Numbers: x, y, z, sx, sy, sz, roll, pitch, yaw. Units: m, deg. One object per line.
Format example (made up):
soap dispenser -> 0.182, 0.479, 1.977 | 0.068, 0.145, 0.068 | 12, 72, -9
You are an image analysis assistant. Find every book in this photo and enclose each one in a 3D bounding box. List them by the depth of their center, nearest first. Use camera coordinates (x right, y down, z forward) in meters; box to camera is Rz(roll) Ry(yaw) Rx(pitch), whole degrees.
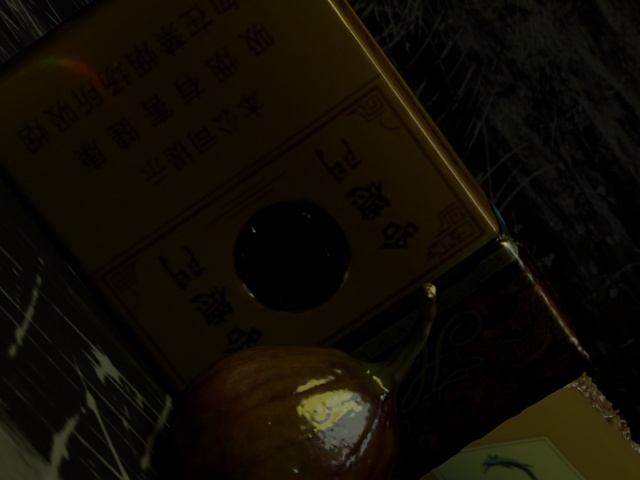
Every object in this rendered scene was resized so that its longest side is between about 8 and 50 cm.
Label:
book -> 0.184, 0.238, 1.460 | 0.389, 0.269, 0.032 | 50, -43, 50

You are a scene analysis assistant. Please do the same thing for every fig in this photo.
fig -> -0.012, 0.133, 1.282 | 0.149, 0.202, 0.148 | 6, -56, 55

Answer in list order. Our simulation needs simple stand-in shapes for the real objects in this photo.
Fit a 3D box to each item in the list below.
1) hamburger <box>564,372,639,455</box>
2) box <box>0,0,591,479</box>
hamburger -> 0.199, 0.249, 1.762 | 0.291, 0.225, 0.291 | 56, 10, -16
box -> -0.025, -0.011, 1.381 | 0.415, 0.264, 0.116 | 55, 8, -14
